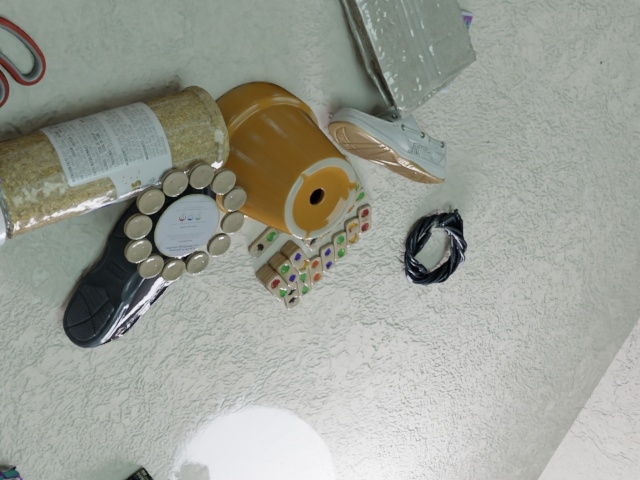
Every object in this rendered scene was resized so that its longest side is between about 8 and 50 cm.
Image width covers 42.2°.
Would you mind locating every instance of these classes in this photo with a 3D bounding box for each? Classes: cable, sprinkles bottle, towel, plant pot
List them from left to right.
[{"bbox_3d":[-0.291,-0.095,1.034,0.355,0.121,0.121,-23,132,-31],"label":"sprinkles bottle"},{"bbox_3d":[-0.054,-0.101,1.203,0.205,0.188,0.205,-25,133,-30],"label":"plant pot"},{"bbox_3d":[0.137,-0.347,1.291,0.187,0.049,0.282,-39,128,-17],"label":"towel"},{"bbox_3d":[0.233,0.027,1.684,0.150,0.047,0.184,-30,136,-25],"label":"cable"}]

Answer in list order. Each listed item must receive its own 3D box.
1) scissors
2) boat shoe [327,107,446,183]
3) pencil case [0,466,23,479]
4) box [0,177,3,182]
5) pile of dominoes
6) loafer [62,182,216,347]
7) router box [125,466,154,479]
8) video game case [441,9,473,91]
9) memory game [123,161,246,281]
[{"bbox_3d":[-0.419,-0.247,0.882,0.109,0.021,0.297,-46,139,-4],"label":"scissors"},{"bbox_3d":[0.119,-0.178,1.399,0.277,0.098,0.096,21,79,-46],"label":"boat shoe"},{"bbox_3d":[-0.510,0.370,1.210,0.152,0.064,0.070,9,127,-47],"label":"pencil case"},{"bbox_3d":[-0.438,-0.084,0.883,0.116,0.162,0.029,-44,174,-10],"label":"box"},{"bbox_3d":[0.000,0.000,1.446,0.251,0.040,0.196,-45,140,-8],"label":"pile of dominoes"},{"bbox_3d":[-0.251,0.028,1.196,0.302,0.109,0.095,-50,160,6],"label":"loafer"},{"bbox_3d":[-0.325,0.473,1.484,0.092,0.038,0.122,-37,138,-19],"label":"router box"},{"bbox_3d":[0.182,-0.323,1.400,0.157,0.019,0.143,-6,122,-40],"label":"video game case"},{"bbox_3d":[-0.178,-0.022,1.104,0.186,0.012,0.186,-26,138,-27],"label":"memory game"}]
